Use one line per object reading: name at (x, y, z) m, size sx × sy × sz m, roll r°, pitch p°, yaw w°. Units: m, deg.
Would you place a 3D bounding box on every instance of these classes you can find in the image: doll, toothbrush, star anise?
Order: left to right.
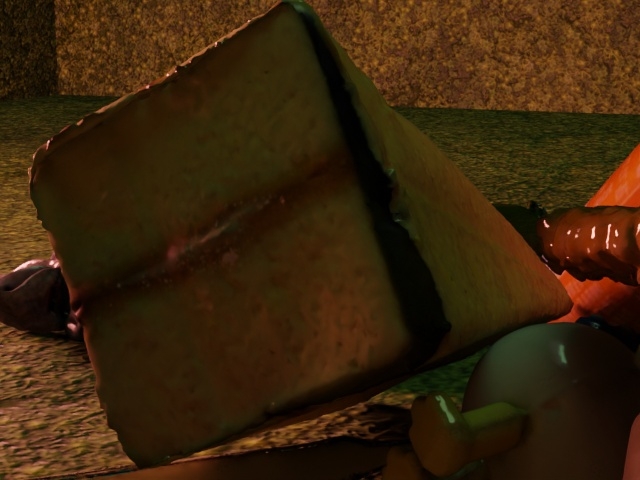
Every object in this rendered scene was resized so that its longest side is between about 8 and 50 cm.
star anise at (-0.162, 0.032, 0.996) m, size 0.181 × 0.061 × 0.204 m, roll -22°, pitch 16°, yaw -32°
toothbrush at (-0.019, 0.112, 0.669) m, size 0.294 × 0.026 × 0.028 m, roll -4°, pitch -7°, yaw -21°
doll at (0.168, 0.072, 0.628) m, size 0.293 × 0.119 × 0.138 m, roll -8°, pitch -32°, yaw -25°

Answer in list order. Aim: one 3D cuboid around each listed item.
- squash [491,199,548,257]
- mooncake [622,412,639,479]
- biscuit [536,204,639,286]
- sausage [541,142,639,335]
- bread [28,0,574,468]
squash at (0.089, 0.008, 1.090) m, size 0.318 × 0.071 × 0.080 m, roll -12°, pitch 34°, yaw -37°
mooncake at (0.213, 0.107, 0.341) m, size 0.284 × 0.155 × 0.284 m, roll 1°, pitch 10°, yaw 0°
biscuit at (0.208, 0.003, 0.512) m, size 0.254 × 0.035 × 0.254 m, roll 0°, pitch 1°, yaw 0°
sausage at (0.200, -0.020, 0.716) m, size 0.093 × 0.093 × 0.312 m, roll -5°, pitch -28°, yaw -20°
bread at (0.002, 0.001, 0.686) m, size 0.168 × 0.163 × 0.264 m, roll -26°, pitch -9°, yaw 21°
